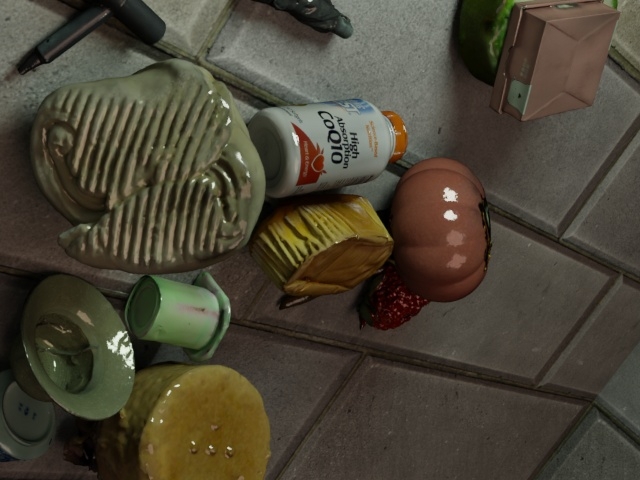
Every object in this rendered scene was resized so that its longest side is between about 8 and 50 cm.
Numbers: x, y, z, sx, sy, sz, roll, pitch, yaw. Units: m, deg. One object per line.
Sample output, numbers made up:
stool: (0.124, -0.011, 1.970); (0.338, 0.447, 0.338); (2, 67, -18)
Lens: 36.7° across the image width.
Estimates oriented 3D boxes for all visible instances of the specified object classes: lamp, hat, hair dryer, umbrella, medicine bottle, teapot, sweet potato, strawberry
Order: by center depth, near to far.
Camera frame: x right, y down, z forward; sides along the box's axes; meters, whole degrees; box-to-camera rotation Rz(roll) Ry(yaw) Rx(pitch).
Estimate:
hair dryer: (-0.340, -0.292, 1.392); (0.195, 0.050, 0.173); (-46, 141, 6)
umbrella: (-0.028, -0.385, 1.584); (0.066, 0.059, 0.235); (-37, 149, 26)
hat: (-0.446, 0.196, 1.624); (0.130, 0.257, 0.257); (-23, 149, 25)
teapot: (-0.551, 0.308, 1.650); (0.159, 0.159, 0.232); (-44, 126, -3)
medicine bottle: (0.019, -0.171, 1.729); (0.288, 0.157, 0.157); (-12, 130, -35)
lamp: (0.228, -0.019, 1.979); (0.239, 0.305, 0.305); (-4, 139, 12)
sweet potato: (0.022, 0.081, 2.034); (0.249, 0.059, 0.069); (-24, 149, -19)
strawberry: (0.192, 0.139, 2.201); (0.228, 0.098, 0.174); (2, 122, -42)

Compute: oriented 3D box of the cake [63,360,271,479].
cake: (-0.306, 0.385, 1.842); (0.332, 0.321, 0.332); (2, 87, -48)

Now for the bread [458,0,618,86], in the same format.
bread: (0.437, -0.464, 1.881); (0.366, 0.129, 0.382); (22, 106, -47)

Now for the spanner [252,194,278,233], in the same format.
spanner: (-0.192, -0.095, 1.697); (0.096, 0.040, 0.325); (-52, 142, 6)

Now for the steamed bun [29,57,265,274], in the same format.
steamed bun: (-0.251, -0.104, 1.473); (0.324, 0.219, 0.310); (-15, 97, 2)

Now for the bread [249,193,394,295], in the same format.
bread: (0.000, 0.000, 1.848); (0.288, 0.156, 0.204); (-7, 144, -50)

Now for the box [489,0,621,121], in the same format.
box: (0.440, -0.342, 1.814); (0.215, 0.086, 0.215); (-14, 128, -31)

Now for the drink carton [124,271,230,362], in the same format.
drink carton: (-0.266, 0.134, 1.755); (0.142, 0.144, 0.146); (18, 110, -42)
